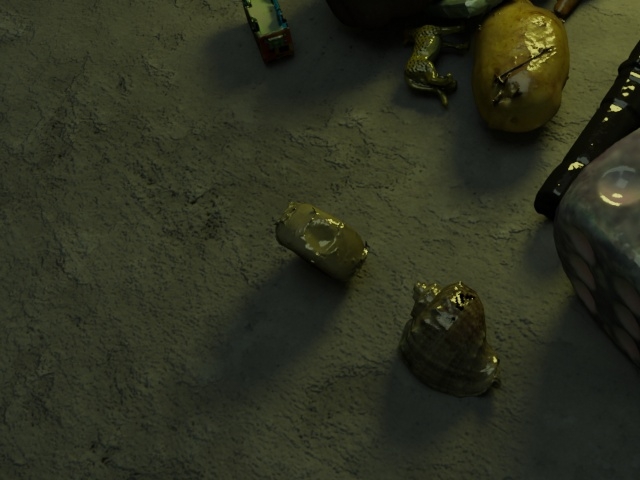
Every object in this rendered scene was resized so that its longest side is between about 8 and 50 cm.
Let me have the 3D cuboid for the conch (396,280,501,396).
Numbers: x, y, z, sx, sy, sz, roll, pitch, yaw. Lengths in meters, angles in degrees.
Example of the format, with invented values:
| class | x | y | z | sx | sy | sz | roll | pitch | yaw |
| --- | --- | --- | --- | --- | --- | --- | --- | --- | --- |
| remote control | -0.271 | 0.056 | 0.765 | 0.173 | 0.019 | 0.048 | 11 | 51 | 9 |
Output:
| class | x | y | z | sx | sy | sz | roll | pitch | yaw |
| --- | --- | --- | --- | --- | --- | --- | --- | --- | --- |
| conch | 0.198 | 0.155 | 1.485 | 0.155 | 0.130 | 0.207 | -42 | 75 | 27 |

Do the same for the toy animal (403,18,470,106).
| class | x | y | z | sx | sy | sz | roll | pitch | yaw |
| --- | --- | --- | --- | --- | --- | --- | --- | --- | --- |
| toy animal | 0.201 | -0.338 | 1.812 | 0.136 | 0.073 | 0.182 | 8 | 69 | 25 |

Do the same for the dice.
| class | x | y | z | sx | sy | sz | roll | pitch | yaw |
| --- | --- | --- | --- | --- | --- | --- | --- | --- | --- |
| dice | 0.514 | 0.009 | 1.364 | 0.271 | 0.270 | 0.270 | -31 | 54 | -5 |

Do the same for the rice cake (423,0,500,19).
| class | x | y | z | sx | sy | sz | roll | pitch | yaw |
| --- | --- | --- | --- | --- | --- | --- | --- | --- | --- |
| rice cake | 0.284 | -0.459 | 1.803 | 0.127 | 0.043 | 0.237 | -32 | 20 | -4 |

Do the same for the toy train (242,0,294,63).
| class | x | y | z | sx | sy | sz | roll | pitch | yaw |
| --- | --- | --- | --- | --- | --- | --- | --- | --- | --- |
| toy train | -0.109 | -0.447 | 1.949 | 0.072 | 0.099 | 0.188 | -20 | 54 | -1 |

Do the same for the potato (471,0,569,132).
| class | x | y | z | sx | sy | sz | roll | pitch | yaw |
| --- | --- | --- | --- | --- | --- | --- | --- | --- | --- |
| potato | 0.357 | -0.322 | 1.704 | 0.172 | 0.140 | 0.300 | -10 | 49 | 25 |

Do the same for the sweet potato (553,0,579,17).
| class | x | y | z | sx | sy | sz | roll | pitch | yaw |
| --- | --- | --- | --- | --- | --- | --- | --- | --- | --- |
| sweet potato | 0.542 | -0.566 | 1.855 | 0.108 | 0.079 | 0.346 | -7 | 51 | 49 |

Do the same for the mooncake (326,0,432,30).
| class | x | y | z | sx | sy | sz | roll | pitch | yaw |
| --- | --- | --- | --- | --- | --- | --- | --- | --- | --- |
| mooncake | 0.146 | -0.541 | 1.861 | 0.306 | 0.154 | 0.306 | -21 | 32 | 14 |

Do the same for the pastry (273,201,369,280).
| class | x | y | z | sx | sy | sz | roll | pitch | yaw |
| --- | --- | --- | --- | --- | --- | --- | --- | --- | --- |
| pastry | 0.000 | 0.000 | 1.594 | 0.165 | 0.166 | 0.088 | 31 | 84 | 30 |

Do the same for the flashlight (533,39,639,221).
| class | x | y | z | sx | sy | sz | roll | pitch | yaw |
| --- | --- | --- | --- | --- | --- | --- | --- | --- | --- |
| flashlight | 0.496 | -0.197 | 1.615 | 0.103 | 0.103 | 0.424 | 28 | 71 | 29 |
